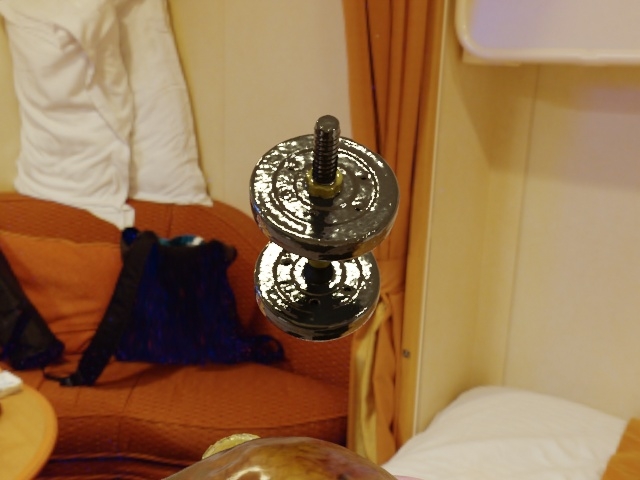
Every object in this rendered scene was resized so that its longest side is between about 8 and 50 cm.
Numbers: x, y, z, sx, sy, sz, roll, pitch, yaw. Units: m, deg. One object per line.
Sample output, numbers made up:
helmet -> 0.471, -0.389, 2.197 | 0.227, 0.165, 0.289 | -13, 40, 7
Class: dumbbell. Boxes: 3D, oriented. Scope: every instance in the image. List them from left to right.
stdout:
dumbbell -> 0.000, 0.000, 0.691 | 0.143, 0.325, 0.143 | 2, 52, -2

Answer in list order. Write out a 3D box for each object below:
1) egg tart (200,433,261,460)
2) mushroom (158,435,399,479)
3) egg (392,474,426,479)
egg tart -> -0.118, 0.318, 0.897 | 0.129, 0.129, 0.049 | 7, -30, 20
mushroom -> -0.066, 0.323, 0.542 | 0.345, 0.345, 0.259 | 1, 26, -6
egg -> 0.081, 0.390, 0.834 | 0.271, 0.196, 0.196 | -24, 5, 21
